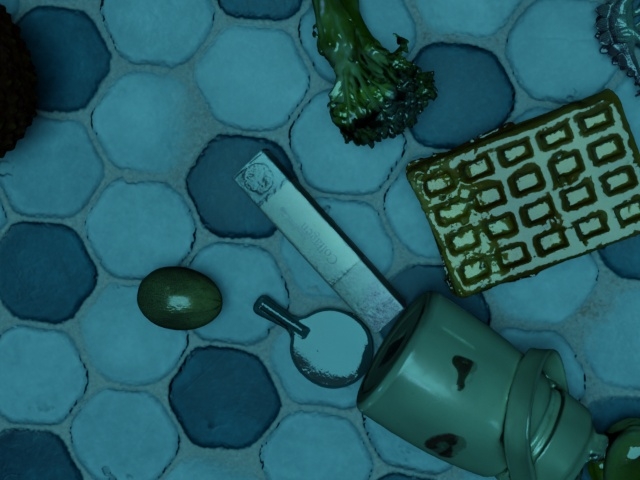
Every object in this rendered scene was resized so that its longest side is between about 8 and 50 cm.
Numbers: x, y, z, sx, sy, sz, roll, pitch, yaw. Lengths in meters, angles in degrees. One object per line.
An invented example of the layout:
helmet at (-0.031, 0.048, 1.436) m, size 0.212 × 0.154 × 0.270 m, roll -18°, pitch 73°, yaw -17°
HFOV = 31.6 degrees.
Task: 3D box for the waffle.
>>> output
waffle at (0.308, -0.066, 1.646) m, size 0.328 × 0.098 × 0.224 m, roll -21°, pitch 91°, yaw 7°

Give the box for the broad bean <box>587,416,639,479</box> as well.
broad bean at (0.488, 0.366, 1.670) m, size 0.228 × 0.100 × 0.169 m, roll 38°, pitch 106°, yaw 0°

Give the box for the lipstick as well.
lipstick at (0.000, 0.000, 1.698) m, size 0.066 × 0.068 × 0.317 m, roll -42°, pitch 91°, yaw 8°

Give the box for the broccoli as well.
broccoli at (0.049, -0.289, 1.647) m, size 0.165 × 0.145 × 0.304 m, roll -28°, pitch 82°, yaw 18°

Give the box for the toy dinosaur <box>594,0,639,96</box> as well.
toy dinosaur at (0.442, -0.292, 1.635) m, size 0.082 × 0.039 × 0.209 m, roll -15°, pitch 83°, yaw 10°

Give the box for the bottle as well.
bottle at (0.249, 0.243, 1.624) m, size 0.352 × 0.229 × 0.229 m, roll 33°, pitch 98°, yaw -2°

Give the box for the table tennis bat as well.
table tennis bat at (-0.014, 0.146, 1.733) m, size 0.201 × 0.033 × 0.124 m, roll 32°, pitch 96°, yaw 0°

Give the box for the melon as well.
melon at (-0.213, 0.088, 1.715) m, size 0.131 × 0.098 × 0.098 m, roll 7°, pitch 96°, yaw 0°

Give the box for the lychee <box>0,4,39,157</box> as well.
lychee at (-0.553, -0.243, 1.640) m, size 0.276 × 0.275 × 0.304 m, roll -37°, pitch 116°, yaw 8°
